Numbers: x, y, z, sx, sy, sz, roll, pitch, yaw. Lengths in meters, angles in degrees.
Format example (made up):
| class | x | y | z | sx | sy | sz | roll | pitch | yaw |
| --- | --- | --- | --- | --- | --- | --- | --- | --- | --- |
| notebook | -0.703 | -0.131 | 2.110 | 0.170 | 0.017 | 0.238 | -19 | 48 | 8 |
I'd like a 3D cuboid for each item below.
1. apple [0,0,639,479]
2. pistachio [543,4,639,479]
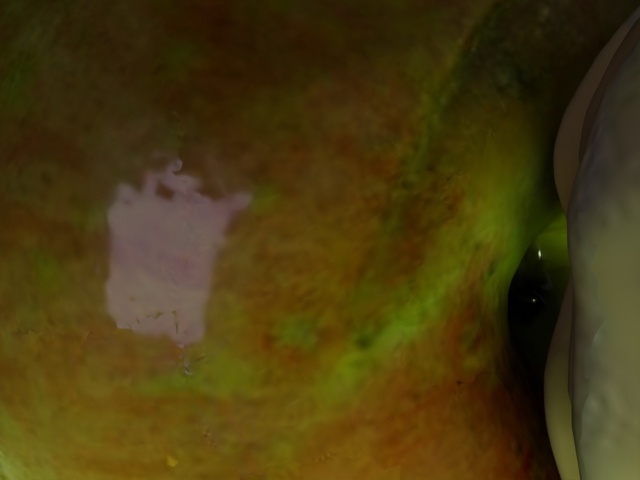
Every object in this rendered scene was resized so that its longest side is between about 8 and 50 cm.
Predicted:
| class | x | y | z | sx | sy | sz | roll | pitch | yaw |
| --- | --- | --- | --- | --- | --- | --- | --- | --- | --- |
| apple | 0.000 | 0.000 | 0.636 | 0.339 | 0.339 | 0.340 | 3 | 95 | 38 |
| pistachio | 0.265 | -0.015 | 0.419 | 0.445 | 0.281 | 0.365 | -22 | 104 | 10 |
